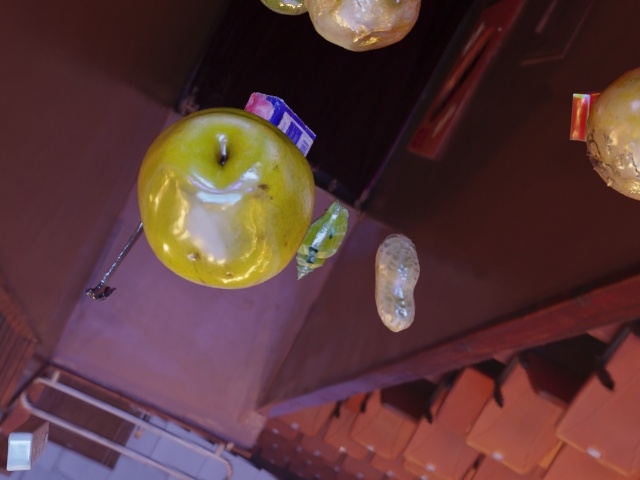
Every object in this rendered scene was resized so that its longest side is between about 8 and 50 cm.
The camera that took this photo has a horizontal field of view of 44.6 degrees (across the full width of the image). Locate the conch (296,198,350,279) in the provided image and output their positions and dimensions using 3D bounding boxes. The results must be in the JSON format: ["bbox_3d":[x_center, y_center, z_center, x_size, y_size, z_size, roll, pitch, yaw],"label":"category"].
[{"bbox_3d":[-0.001,0.003,1.822,0.095,0.201,0.079,40,-173,-39],"label":"conch"}]

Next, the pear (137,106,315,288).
[{"bbox_3d":[-0.188,-0.086,1.543,0.363,0.362,0.418,29,162,5],"label":"pear"}]

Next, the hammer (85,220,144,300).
[{"bbox_3d":[-0.477,0.020,1.934,0.027,0.297,0.125,30,173,9],"label":"hammer"}]

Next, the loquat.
[{"bbox_3d":[0.560,-0.177,1.302,0.235,0.235,0.235,28,-174,-3],"label":"loquat"}]

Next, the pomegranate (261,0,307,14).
[{"bbox_3d":[-0.068,-0.602,1.739,0.179,0.179,0.210,28,172,-1],"label":"pomegranate"}]

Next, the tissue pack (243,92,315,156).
[{"bbox_3d":[-0.157,-0.228,2.102,0.137,0.269,0.209,15,164,41],"label":"tissue pack"}]

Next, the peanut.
[{"bbox_3d":[0.174,0.094,1.769,0.095,0.225,0.108,8,170,-28],"label":"peanut"}]

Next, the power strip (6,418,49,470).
[{"bbox_3d":[-0.748,0.520,2.012,0.063,0.091,0.385,4,172,-12],"label":"power strip"}]

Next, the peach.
[{"bbox_3d":[0.083,-0.446,1.340,0.214,0.235,0.214,14,-131,-17],"label":"peach"}]

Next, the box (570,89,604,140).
[{"bbox_3d":[0.668,-0.300,1.861,0.175,0.112,0.048,-14,-160,-37],"label":"box"}]
